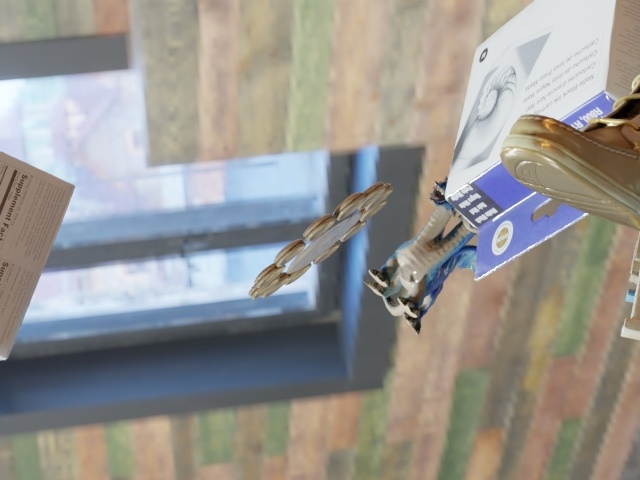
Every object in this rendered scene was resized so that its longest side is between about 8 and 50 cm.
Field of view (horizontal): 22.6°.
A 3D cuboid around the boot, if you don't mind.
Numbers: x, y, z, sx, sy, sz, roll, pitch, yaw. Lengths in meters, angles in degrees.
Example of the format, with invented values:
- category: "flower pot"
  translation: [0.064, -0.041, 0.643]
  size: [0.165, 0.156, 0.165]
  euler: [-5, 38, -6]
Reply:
- category: "boot"
  translation: [0.205, -0.090, 0.982]
  size: [0.077, 0.213, 0.165]
  euler: [20, 92, 48]

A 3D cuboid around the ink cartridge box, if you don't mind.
- category: "ink cartridge box"
  translation: [0.180, -0.105, 1.273]
  size: [0.223, 0.045, 0.224]
  euler: [-38, 35, 54]

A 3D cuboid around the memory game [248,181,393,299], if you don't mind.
- category: "memory game"
  translation: [0.000, 0.000, 1.638]
  size: [0.012, 0.186, 0.186]
  euler: [52, 165, 9]

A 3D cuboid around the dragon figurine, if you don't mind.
- category: "dragon figurine"
  translation: [0.128, 0.020, 1.771]
  size: [0.085, 0.144, 0.289]
  euler: [45, 172, 13]

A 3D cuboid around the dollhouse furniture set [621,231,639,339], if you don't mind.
- category: "dollhouse furniture set"
  translation: [0.397, 0.057, 1.722]
  size: [0.183, 0.129, 0.129]
  euler: [57, -135, -76]

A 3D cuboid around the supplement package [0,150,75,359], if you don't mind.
- category: "supplement package"
  translation: [-0.405, 0.018, 1.750]
  size: [0.262, 0.145, 0.204]
  euler: [-13, 54, 61]
